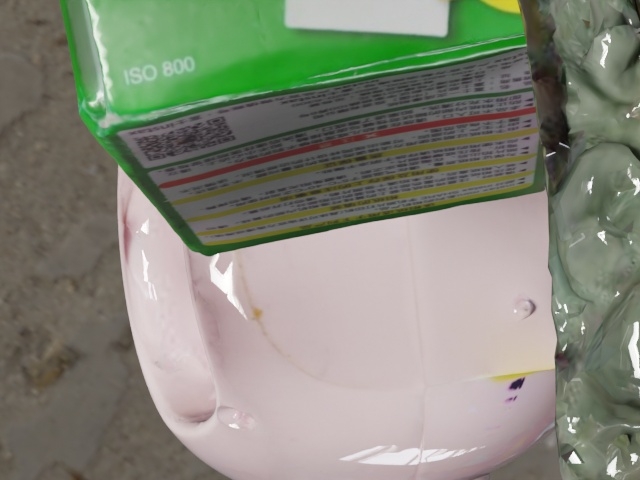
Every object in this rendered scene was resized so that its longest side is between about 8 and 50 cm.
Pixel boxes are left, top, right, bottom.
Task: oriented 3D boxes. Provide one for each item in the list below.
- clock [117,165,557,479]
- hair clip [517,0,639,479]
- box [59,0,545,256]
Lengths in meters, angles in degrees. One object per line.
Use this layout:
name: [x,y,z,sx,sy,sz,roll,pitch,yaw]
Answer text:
clock: [0.000,0.000,1.094,0.250,0.376,0.368,-6,89,-11]
hair clip: [0.101,-0.079,0.413,0.138,0.321,0.091,-8,156,-7]
box: [0.009,-0.075,0.640,0.250,0.180,0.103,71,9,-77]
